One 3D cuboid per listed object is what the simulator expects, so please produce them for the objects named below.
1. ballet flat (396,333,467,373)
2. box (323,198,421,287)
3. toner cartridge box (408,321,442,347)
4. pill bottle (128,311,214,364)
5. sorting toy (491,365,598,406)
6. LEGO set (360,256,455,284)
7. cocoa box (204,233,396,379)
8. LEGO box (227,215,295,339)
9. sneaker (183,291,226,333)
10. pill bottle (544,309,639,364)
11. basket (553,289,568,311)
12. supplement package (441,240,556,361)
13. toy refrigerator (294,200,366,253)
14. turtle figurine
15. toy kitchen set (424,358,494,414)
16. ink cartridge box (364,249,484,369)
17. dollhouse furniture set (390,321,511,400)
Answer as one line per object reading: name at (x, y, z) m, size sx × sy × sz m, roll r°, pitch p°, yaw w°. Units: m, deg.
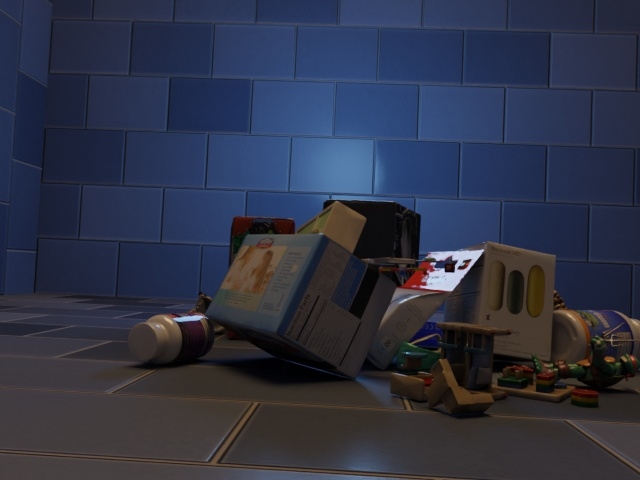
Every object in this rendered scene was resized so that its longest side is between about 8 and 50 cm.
ballet flat at (0.284, 0.257, 1.438) m, size 0.247 × 0.087 × 0.083 m, roll 4°, pitch -3°, yaw -24°
box at (0.203, 0.103, 2.491) m, size 0.297 × 0.481 × 0.471 m, roll 2°, pitch -2°, yaw 21°
toner cartridge box at (0.407, 0.278, 1.815) m, size 0.347 × 0.075 × 0.165 m, roll 2°, pitch -10°, yaw 18°
pill bottle at (-0.329, 0.216, 1.398) m, size 0.108 × 0.108 × 0.193 m, roll 1°, pitch -3°, yaw 24°
sorting toy at (0.407, 0.274, 1.242) m, size 0.274 × 0.047 × 0.132 m, roll 0°, pitch -4°, yaw 35°
LEGO set at (0.184, 0.069, 1.423) m, size 0.244 × 0.060 × 0.182 m, roll 4°, pitch -6°, yaw -35°
cocoa box at (-0.054, 0.134, 1.403) m, size 0.228 × 0.232 × 0.347 m, roll 35°, pitch -18°, yaw -29°
LEGO box at (-0.213, 0.123, 2.135) m, size 0.193 × 0.373 × 0.500 m, roll 3°, pitch -3°, yaw -9°
sneaker at (-0.412, 0.228, 2.028) m, size 0.228 × 0.132 × 0.086 m, roll 3°, pitch -3°, yaw -7°
pill bottle at (0.692, 0.250, 1.588) m, size 0.271 × 0.153 × 0.152 m, roll 3°, pitch -2°, yaw -26°
basket at (0.710, 0.302, 2.055) m, size 0.213 × 0.223 × 0.299 m, roll -31°, pitch -8°, yaw 8°
supplement package at (0.446, 0.161, 1.600) m, size 0.199 × 0.263 × 0.198 m, roll 11°, pitch -13°, yaw -14°
toy refrigerator at (0.000, 0.000, 1.525) m, size 0.094 × 0.102 × 0.269 m, roll 30°, pitch -21°, yaw -13°
turtle figurine at (0.567, 0.251, 1.319) m, size 0.234 × 0.118 × 0.175 m, roll -14°, pitch -21°, yaw 14°
toy kitchen set at (0.223, 0.249, 1.044) m, size 0.075 × 0.083 × 0.068 m, roll 4°, pitch -44°, yaw -26°
ink cartridge box at (0.199, 0.138, 1.603) m, size 0.091 × 0.385 × 0.308 m, roll 45°, pitch -13°, yaw -10°
dollhouse furniture set at (0.240, 0.220, 1.158) m, size 0.183 × 0.130 × 0.128 m, roll 6°, pitch -4°, yaw -39°
